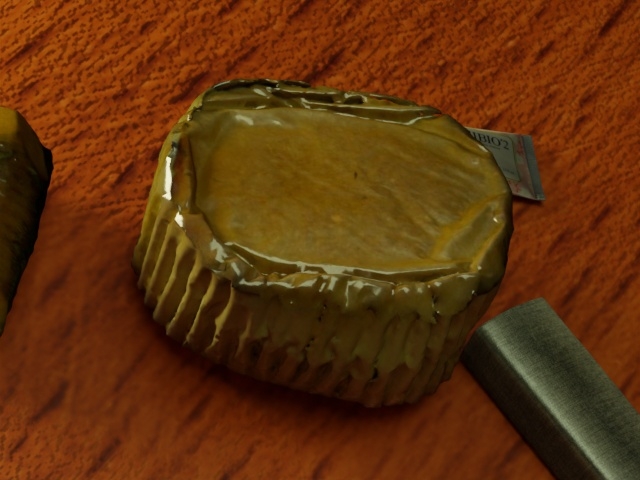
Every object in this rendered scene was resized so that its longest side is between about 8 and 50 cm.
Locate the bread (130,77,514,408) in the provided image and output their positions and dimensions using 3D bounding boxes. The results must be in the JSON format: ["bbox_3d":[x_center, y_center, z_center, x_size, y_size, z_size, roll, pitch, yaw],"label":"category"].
[{"bbox_3d":[0.000,0.000,1.302,0.253,0.142,0.227,10,52,-6],"label":"bread"}]

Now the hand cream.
[{"bbox_3d":[0.075,-0.070,1.446,0.209,0.043,0.067,7,50,-20],"label":"hand cream"}]

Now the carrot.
[{"bbox_3d":[-0.231,-0.013,1.275,0.082,0.082,0.173,13,47,-8],"label":"carrot"}]

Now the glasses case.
[{"bbox_3d":[0.190,0.135,1.316,0.071,0.047,0.205,-23,62,-32],"label":"glasses case"}]
